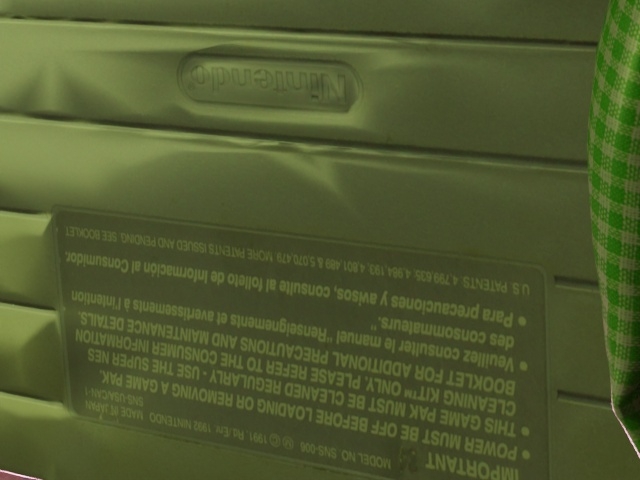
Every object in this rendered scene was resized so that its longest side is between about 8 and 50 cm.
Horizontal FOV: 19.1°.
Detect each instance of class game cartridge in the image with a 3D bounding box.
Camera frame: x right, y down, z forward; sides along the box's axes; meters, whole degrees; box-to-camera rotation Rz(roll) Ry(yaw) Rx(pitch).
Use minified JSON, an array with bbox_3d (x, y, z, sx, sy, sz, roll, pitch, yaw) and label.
[{"bbox_3d":[0.000,0.000,0.664,0.068,0.355,0.230,-27,-62,-50],"label":"game cartridge"}]

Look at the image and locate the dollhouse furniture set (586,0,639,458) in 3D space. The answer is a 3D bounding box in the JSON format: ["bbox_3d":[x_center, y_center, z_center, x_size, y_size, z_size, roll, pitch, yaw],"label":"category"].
[{"bbox_3d":[0.045,-0.109,0.398,0.197,0.151,0.301,-53,-36,-56],"label":"dollhouse furniture set"}]
